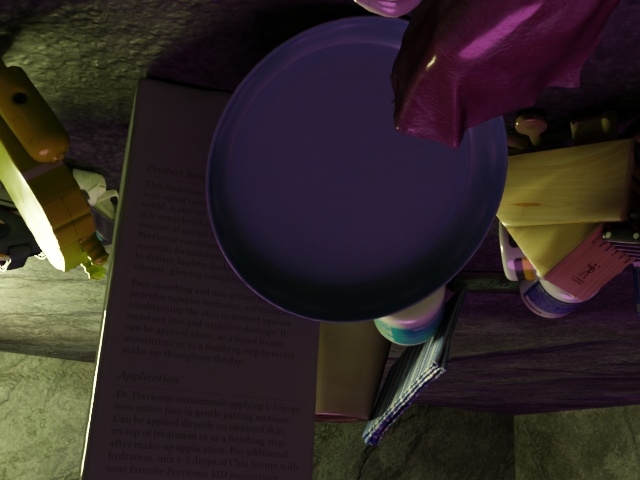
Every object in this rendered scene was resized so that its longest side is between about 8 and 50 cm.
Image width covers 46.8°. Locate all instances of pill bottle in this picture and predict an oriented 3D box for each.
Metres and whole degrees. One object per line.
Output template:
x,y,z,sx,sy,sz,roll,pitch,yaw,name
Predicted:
0.417,0.060,1.259,0.112,0.111,0.186,3,162,1,pill bottle
0.167,0.119,1.419,0.146,0.146,0.264,0,160,9,pill bottle
0.372,-0.005,1.065,0.209,0.119,0.119,-4,160,22,pill bottle

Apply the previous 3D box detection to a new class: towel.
0.202,0.268,1.550,0.040,0.243,0.336,31,133,0,towel

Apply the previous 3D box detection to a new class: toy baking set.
0.283,-0.104,0.939,0.197,0.030,0.256,8,158,-1,toy baking set

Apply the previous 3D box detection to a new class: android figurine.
-0.306,-0.078,0.783,0.056,0.272,0.248,-32,174,-25,android figurine

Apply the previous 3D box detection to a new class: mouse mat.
0.365,0.088,1.516,0.190,0.007,0.152,2,161,5,mouse mat

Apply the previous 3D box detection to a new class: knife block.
0.325,-0.065,0.820,0.088,0.275,0.242,26,117,-36,knife block

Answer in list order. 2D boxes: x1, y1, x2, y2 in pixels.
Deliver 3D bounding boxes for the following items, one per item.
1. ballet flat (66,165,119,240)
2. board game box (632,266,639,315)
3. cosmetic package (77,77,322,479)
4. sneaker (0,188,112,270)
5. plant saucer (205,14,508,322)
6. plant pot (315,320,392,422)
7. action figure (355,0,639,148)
-0.341,-0.066,1.098,0.074,0.074,0.203,-1,155,13,ballet flat
0.628,0.097,1.367,0.090,0.090,0.020,5,159,-4,board game box
-0.129,0.068,0.842,0.230,0.452,0.161,10,161,-17,cosmetic package
-0.483,-0.008,1.188,0.321,0.127,0.126,12,158,-28,sneaker
0.039,-0.067,0.755,0.318,0.317,0.043,11,-163,-21,plant saucer
0.021,0.253,1.634,0.324,0.280,0.323,2,161,1,plant pot
0.141,-0.183,0.388,0.276,0.247,0.370,3,164,-3,action figure
